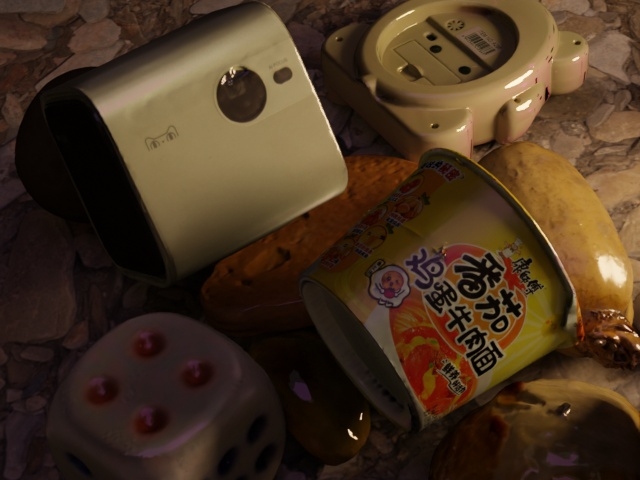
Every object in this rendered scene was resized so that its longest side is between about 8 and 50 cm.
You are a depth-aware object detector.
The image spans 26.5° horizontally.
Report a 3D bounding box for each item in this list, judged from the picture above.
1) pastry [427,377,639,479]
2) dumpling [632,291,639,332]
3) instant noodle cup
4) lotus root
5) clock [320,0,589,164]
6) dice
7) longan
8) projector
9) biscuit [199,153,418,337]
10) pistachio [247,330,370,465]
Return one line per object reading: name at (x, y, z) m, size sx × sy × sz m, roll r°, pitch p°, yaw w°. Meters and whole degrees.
pastry at (0.225, 0.233, 1.371) m, size 0.236 × 0.170 × 0.256 m, roll 1°, pitch 43°, yaw 6°
dumpling at (0.449, 0.082, 1.534) m, size 0.176 × 0.092 × 0.150 m, roll -6°, pitch 61°, yaw -7°
instant noodle cup at (0.111, 0.061, 1.416) m, size 0.200 × 0.264 × 0.264 m, roll -34°, pitch 51°, yaw -14°
lotus root at (0.268, 0.025, 1.554) m, size 0.151 × 0.169 × 0.343 m, roll -20°, pitch 48°, yaw -1°
clock at (0.185, -0.234, 1.852) m, size 0.309 × 0.114 × 0.284 m, roll -27°, pitch 48°, yaw -18°
dice at (-0.162, 0.205, 1.441) m, size 0.191 × 0.194 × 0.193 m, roll 24°, pitch 54°, yaw 29°
longan at (-0.296, -0.126, 1.774) m, size 0.212 × 0.198 × 0.198 m, roll -45°, pitch 54°, yaw -4°
projector at (-0.151, -0.112, 1.584) m, size 0.249 × 0.249 × 0.248 m, roll -29°, pitch 15°, yaw -21°
biscuit at (0.000, 0.000, 1.668) m, size 0.351 × 0.057 × 0.312 m, roll -24°, pitch 35°, yaw -15°
pistachio at (-0.009, 0.162, 1.517) m, size 0.110 × 0.100 × 0.189 m, roll -28°, pitch 48°, yaw -17°
